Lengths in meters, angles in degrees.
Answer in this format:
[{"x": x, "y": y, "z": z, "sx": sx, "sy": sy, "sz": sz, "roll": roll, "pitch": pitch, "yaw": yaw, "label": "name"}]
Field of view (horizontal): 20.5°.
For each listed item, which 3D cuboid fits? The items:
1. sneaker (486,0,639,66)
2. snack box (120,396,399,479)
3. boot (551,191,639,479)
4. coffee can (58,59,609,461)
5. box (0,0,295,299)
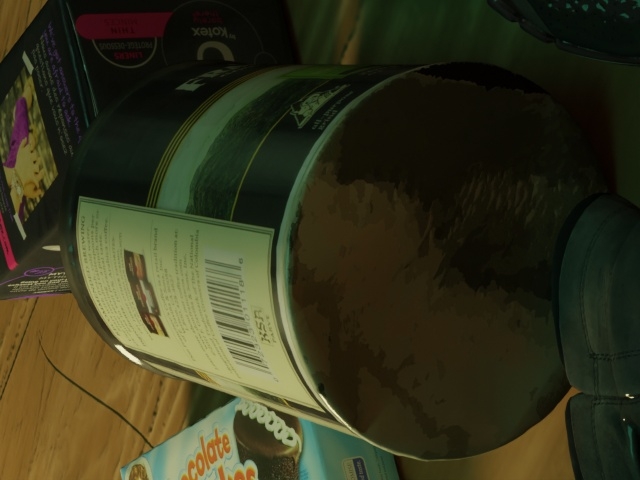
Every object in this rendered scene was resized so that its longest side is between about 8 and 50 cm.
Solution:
[{"x": 0.051, "y": -0.171, "z": 0.841, "sx": 0.281, "sy": 0.162, "sz": 0.106, "roll": 39, "pitch": 118, "yaw": 27, "label": "sneaker"}, {"x": -0.041, "y": 0.210, "z": 1.240, "sx": 0.322, "sy": 0.060, "sz": 0.187, "roll": -37, "pitch": 64, "yaw": 57, "label": "snack box"}, {"x": 0.178, "y": -0.006, "z": 0.776, "sx": 0.223, "sy": 0.118, "sz": 0.338, "roll": -164, "pitch": 75, "yaw": -63, "label": "boot"}, {"x": 0.000, "y": 0.000, "z": 0.987, "sx": 0.275, "sy": 0.202, "sz": 0.201, "roll": 10, "pitch": 104, "yaw": 58, "label": "coffee can"}, {"x": -0.142, "y": -0.065, "z": 1.252, "sx": 0.270, "sy": 0.165, "sz": 0.143, "roll": -32, "pitch": 67, "yaw": 57, "label": "box"}]
